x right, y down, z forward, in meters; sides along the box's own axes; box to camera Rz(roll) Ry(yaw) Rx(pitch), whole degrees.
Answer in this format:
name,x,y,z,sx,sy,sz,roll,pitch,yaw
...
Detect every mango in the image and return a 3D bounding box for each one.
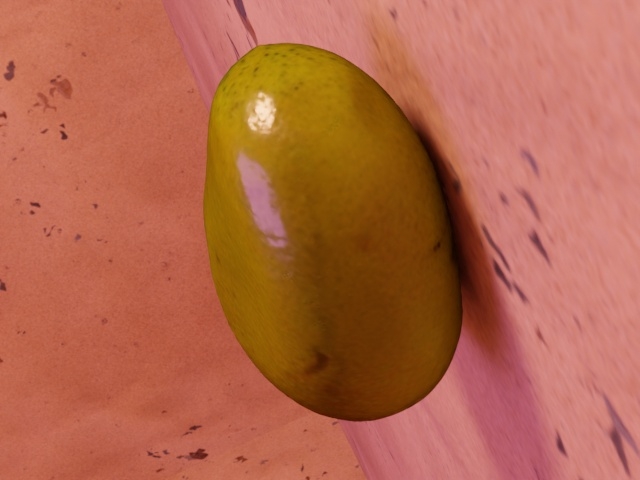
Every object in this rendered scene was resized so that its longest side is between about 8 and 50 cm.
name,x,y,z,sx,sy,sz,roll,pitch,yaw
mango,0.003,0.006,0.405,0.163,0.089,0.117,78,167,-64
